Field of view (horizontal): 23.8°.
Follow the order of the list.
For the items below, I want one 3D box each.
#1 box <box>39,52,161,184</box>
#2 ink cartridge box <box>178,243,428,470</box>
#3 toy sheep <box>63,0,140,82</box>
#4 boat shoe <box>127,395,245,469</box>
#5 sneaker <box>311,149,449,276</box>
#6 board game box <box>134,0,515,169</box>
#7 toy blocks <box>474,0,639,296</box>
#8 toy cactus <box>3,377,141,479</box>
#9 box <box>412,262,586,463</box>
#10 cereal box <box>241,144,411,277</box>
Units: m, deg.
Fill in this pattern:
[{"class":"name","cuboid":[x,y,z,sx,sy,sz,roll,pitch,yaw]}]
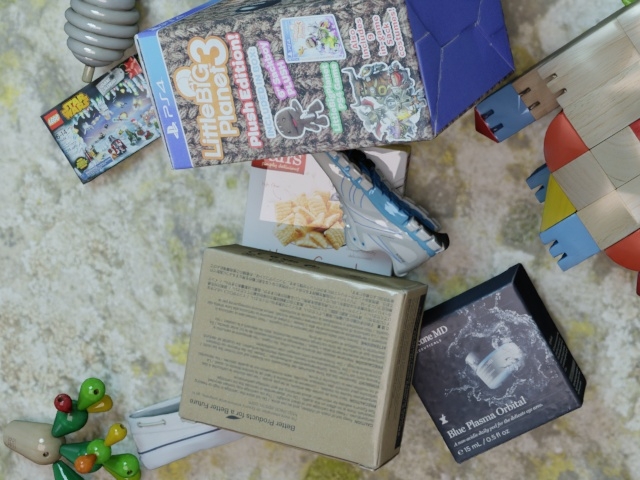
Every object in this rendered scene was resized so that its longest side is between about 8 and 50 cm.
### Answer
[{"class":"box","cuboid":[-0.236,-0.137,1.716,0.137,0.027,0.094,-31,94,18]},{"class":"ink cartridge box","cuboid":[-0.019,0.119,1.620,0.234,0.088,0.193,12,98,20]},{"class":"toy sheep","cuboid":[-0.239,-0.235,1.661,0.091,0.091,0.132,14,106,9]},{"class":"boat shoe","cuboid":[-0.127,0.193,1.744,0.226,0.083,0.076,-26,98,18]},{"class":"sneaker","cuboid":[0.043,-0.034,1.612,0.190,0.071,0.083,44,111,-5]},{"class":"board game box","cuboid":[0.010,-0.183,1.503,0.291,0.232,0.141,-5,109,29]},{"class":"toy blocks","cuboid":[0.322,-0.074,1.550,0.261,0.191,0.381,-33,94,29]},{"class":"toy cactus","cuboid":[-0.297,0.259,1.792,0.180,0.112,0.219,13,125,25]},{"class":"box","cuboid":[0.183,0.134,1.657,0.156,0.093,0.158,-28,95,17]},{"class":"cereal box","cuboid":[0.000,0.000,1.687,0.173,0.047,0.240,9,105,9]}]
